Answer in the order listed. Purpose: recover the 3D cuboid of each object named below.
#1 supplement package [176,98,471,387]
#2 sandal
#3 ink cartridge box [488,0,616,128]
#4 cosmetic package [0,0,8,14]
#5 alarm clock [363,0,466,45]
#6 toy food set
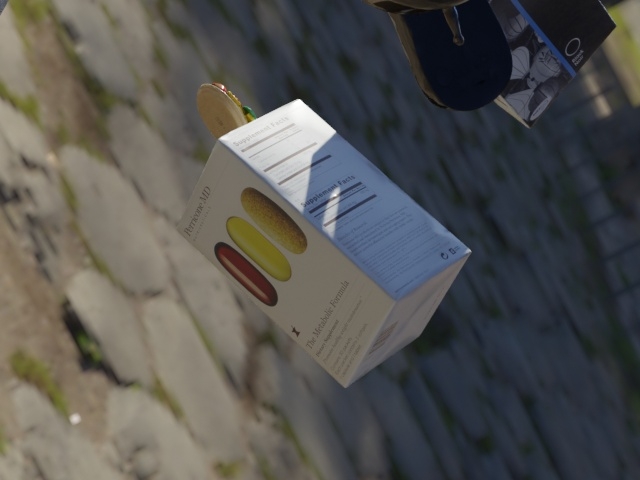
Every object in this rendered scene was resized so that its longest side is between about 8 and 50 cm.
[{"bbox_3d":[0.000,0.000,1.932,0.244,0.139,0.134,42,42,16],"label":"supplement package"},{"bbox_3d":[0.067,-0.211,1.413,0.254,0.097,0.054,55,-13,-15],"label":"sandal"},{"bbox_3d":[0.207,-0.264,2.165,0.065,0.165,0.333,42,3,36],"label":"ink cartridge box"},{"bbox_3d":[-0.420,-0.207,1.631,0.224,0.138,0.224,38,35,3],"label":"cosmetic package"},{"bbox_3d":[0.051,-0.226,1.276,0.192,0.129,0.064,34,-10,-16],"label":"alarm clock"},{"bbox_3d":[-0.098,-0.128,2.016,0.082,0.020,0.083,48,-26,11],"label":"toy food set"}]
